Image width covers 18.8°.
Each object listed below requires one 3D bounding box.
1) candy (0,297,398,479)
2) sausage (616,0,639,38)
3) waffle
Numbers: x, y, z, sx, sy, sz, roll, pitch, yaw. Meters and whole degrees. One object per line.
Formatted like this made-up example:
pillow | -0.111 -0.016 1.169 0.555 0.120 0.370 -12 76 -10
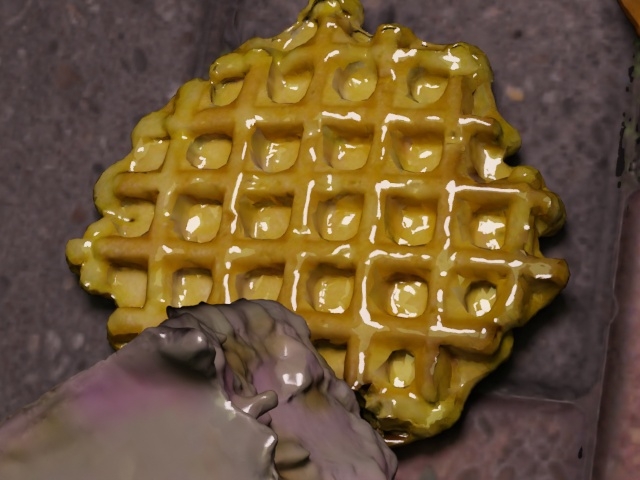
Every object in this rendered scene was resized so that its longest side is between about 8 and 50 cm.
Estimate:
candy | -0.081 0.123 0.965 0.195 0.185 0.137 -34 81 17
sausage | 0.205 -0.221 1.080 0.112 0.112 0.328 -4 75 11
waffle | 0.000 -0.001 1.080 0.291 0.051 0.291 -4 71 12
